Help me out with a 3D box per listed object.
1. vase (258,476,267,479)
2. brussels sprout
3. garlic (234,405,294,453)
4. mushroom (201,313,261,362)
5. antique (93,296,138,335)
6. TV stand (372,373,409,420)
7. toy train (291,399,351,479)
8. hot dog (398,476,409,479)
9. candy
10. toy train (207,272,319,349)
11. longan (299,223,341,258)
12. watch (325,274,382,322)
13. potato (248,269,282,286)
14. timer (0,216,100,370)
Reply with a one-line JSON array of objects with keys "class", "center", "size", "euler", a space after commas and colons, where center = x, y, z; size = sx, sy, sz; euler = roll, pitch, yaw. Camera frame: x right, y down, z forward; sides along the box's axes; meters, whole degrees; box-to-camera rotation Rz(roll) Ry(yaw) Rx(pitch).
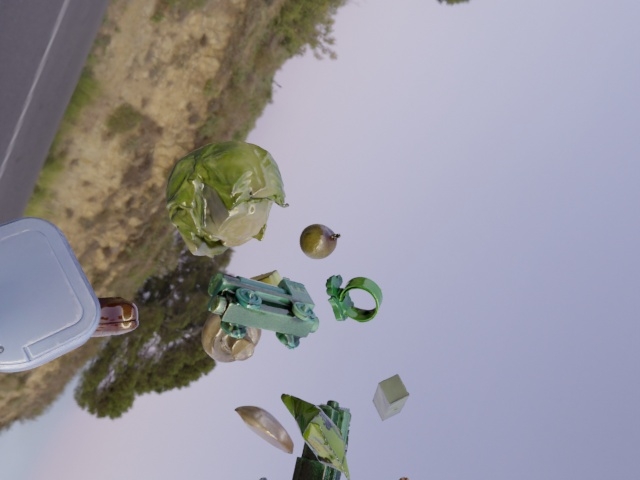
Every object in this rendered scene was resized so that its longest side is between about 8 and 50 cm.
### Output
[{"class": "vase", "center": [-0.111, 1.099, 2.008], "size": [0.360, 0.165, 0.165], "euler": [11, -106, 30]}, {"class": "brussels sprout", "center": [-0.355, -0.180, 1.793], "size": [0.361, 0.425, 0.342], "euler": [57, -13, 28]}, {"class": "garlic", "center": [-0.235, 0.828, 2.163], "size": [0.112, 0.318, 0.143], "euler": [-45, -177, -37]}, {"class": "mushroom", "center": [-0.275, 0.312, 1.585], "size": [0.204, 0.204, 0.204], "euler": [-48, -152, 36]}, {"class": "antique", "center": [-0.762, 0.264, 1.666], "size": [0.223, 0.278, 0.128], "euler": [114, -31, -81]}, {"class": "TV stand", "center": [0.254, 0.577, 1.787], "size": [0.269, 0.083, 0.088], "euler": [88, -22, -60]}, {"class": "toy train", "center": [0.007, 0.716, 1.692], "size": [0.139, 0.178, 0.330], "euler": [3, -115, 21]}, {"class": "hot dog", "center": [0.268, 0.899, 1.722], "size": [0.038, 0.062, 0.144], "euler": [27, -99, 24]}, {"class": "candy", "center": [-0.001, 0.391, 0.999], "size": [0.069, 0.149, 0.246], "euler": [-38, -171, -11]}, {"class": "toy train", "center": [-0.148, 0.165, 1.260], "size": [0.120, 0.298, 0.194], "euler": [-59, -146, 18]}, {"class": "longan", "center": [0.000, 0.000, 1.928], "size": [0.176, 0.145, 0.154], "euler": [-19, -159, 28]}, {"class": "watch", "center": [0.109, 0.177, 1.541], "size": [0.152, 0.165, 0.131], "euler": [-13, -166, 24]}, {"class": "potato", "center": [-0.206, 0.189, 1.827], "size": [0.149, 0.120, 0.081], "euler": [-18, -168, 35]}, {"class": "timer", "center": [-0.800, 0.157, 1.254], "size": [0.173, 0.395, 0.394], "euler": [-30, -139, 57]}]
